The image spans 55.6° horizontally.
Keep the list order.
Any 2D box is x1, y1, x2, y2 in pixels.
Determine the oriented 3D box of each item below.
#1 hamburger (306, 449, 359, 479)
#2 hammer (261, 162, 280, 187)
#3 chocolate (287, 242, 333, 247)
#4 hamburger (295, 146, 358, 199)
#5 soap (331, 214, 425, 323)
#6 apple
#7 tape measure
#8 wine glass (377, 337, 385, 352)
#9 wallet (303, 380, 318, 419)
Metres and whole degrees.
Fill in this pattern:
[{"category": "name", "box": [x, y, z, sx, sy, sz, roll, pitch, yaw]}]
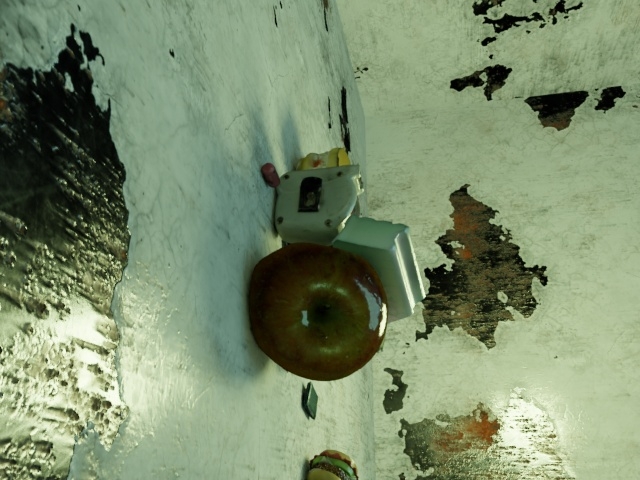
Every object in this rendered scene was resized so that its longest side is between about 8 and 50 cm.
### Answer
[{"category": "hamburger", "box": [0.032, 0.757, 1.908, 0.137, 0.175, 0.175, -50, 135, -57]}, {"category": "hammer", "box": [-0.140, -0.185, 1.719, 0.083, 0.043, 0.043, 66, 22, -55]}, {"category": "chocolate", "box": [0.000, 0.000, 2.008, 0.206, 0.177, 0.224, 69, 21, -54]}, {"category": "hamburger", "box": [0.020, -0.199, 2.157, 0.303, 0.186, 0.261, -62, 143, -60]}, {"category": "soap", "box": [0.172, 0.097, 1.735, 0.115, 0.208, 0.347, -52, 139, -32]}, {"category": "apple", "box": [-0.013, 0.177, 1.593, 0.384, 0.374, 0.374, 45, 17, -3]}, {"category": "tape measure", "box": [-0.004, -0.112, 1.810, 0.130, 0.258, 0.265, 74, 16, -54]}, {"category": "wine glass", "box": [0.166, 0.320, 2.591, 0.238, 0.238, 0.323, 56, 28, -68]}, {"category": "wallet", "box": [-0.033, 0.530, 1.998, 0.129, 0.026, 0.088, 73, 20, -51]}]
